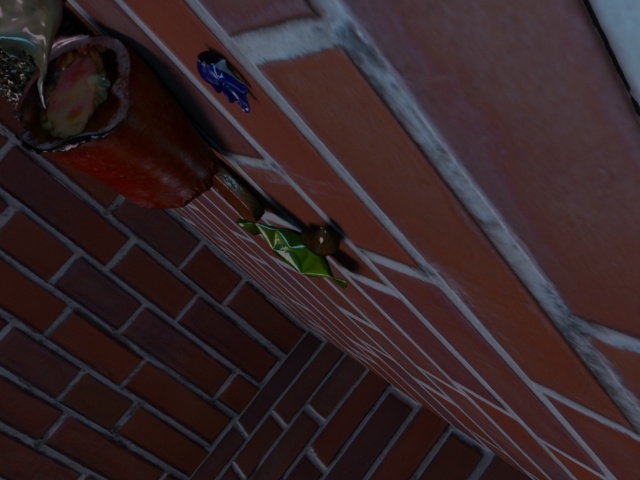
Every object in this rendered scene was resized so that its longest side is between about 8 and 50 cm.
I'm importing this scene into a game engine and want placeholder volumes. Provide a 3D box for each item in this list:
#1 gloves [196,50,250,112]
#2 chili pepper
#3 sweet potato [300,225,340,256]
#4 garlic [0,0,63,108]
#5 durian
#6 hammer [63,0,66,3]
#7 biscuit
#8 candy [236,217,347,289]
[{"bbox_3d":[-0.113,-0.187,0.708,0.064,0.026,0.086,32,167,25],"label":"gloves"},{"bbox_3d":[-0.335,-0.167,1.001,0.251,0.229,0.305,0,154,18],"label":"chili pepper"},{"bbox_3d":[0.000,0.002,1.046,0.054,0.053,0.182,2,-179,-14],"label":"sweet potato"},{"bbox_3d":[-0.410,-0.336,0.679,0.338,0.196,0.151,37,-174,-36],"label":"garlic"},{"bbox_3d":[-0.505,-0.313,1.041,0.167,0.196,0.196,34,168,42],"label":"durian"},{"bbox_3d":[-0.464,-0.440,0.884,0.199,0.013,0.062,41,169,-14],"label":"hammer"},{"bbox_3d":[-0.194,-0.112,1.263,0.186,0.036,0.192,43,169,-8],"label":"biscuit"},{"bbox_3d":[-0.044,0.020,1.176,0.246,0.069,0.149,37,-179,9],"label":"candy"}]
